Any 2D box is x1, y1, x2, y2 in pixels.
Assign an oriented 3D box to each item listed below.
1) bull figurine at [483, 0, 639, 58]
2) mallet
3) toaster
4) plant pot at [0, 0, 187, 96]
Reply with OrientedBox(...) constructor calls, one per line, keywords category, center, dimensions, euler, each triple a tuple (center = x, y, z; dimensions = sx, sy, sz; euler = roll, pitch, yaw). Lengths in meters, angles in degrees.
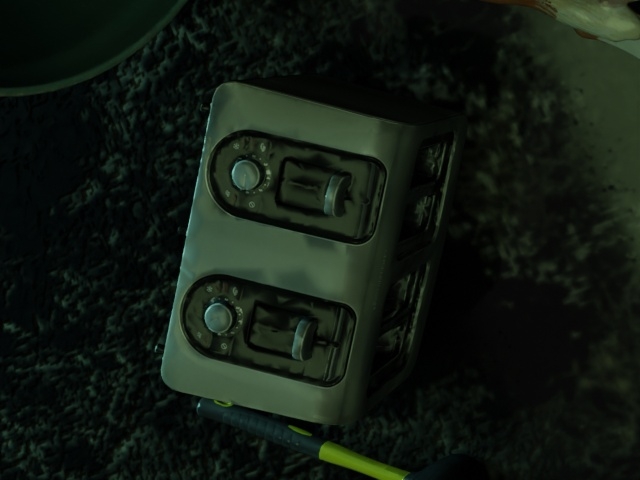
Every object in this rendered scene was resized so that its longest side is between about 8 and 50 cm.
OrientedBox(category="bull figurine", center=(0.178, -0.233, 0.796), dimensions=(0.188, 0.101, 0.310), euler=(39, 113, 8))
OrientedBox(category="mallet", center=(0.014, 0.128, 0.995), dimensions=(0.189, 0.062, 0.039), euler=(21, 109, 31))
OrientedBox(category="toaster", center=(0.000, 0.000, 0.895), dimensions=(0.110, 0.185, 0.168), euler=(15, 101, 15))
OrientedBox(category="plant pot", center=(-0.210, -0.237, 0.872), dimensions=(0.196, 0.293, 0.293), euler=(18, 112, 44))
